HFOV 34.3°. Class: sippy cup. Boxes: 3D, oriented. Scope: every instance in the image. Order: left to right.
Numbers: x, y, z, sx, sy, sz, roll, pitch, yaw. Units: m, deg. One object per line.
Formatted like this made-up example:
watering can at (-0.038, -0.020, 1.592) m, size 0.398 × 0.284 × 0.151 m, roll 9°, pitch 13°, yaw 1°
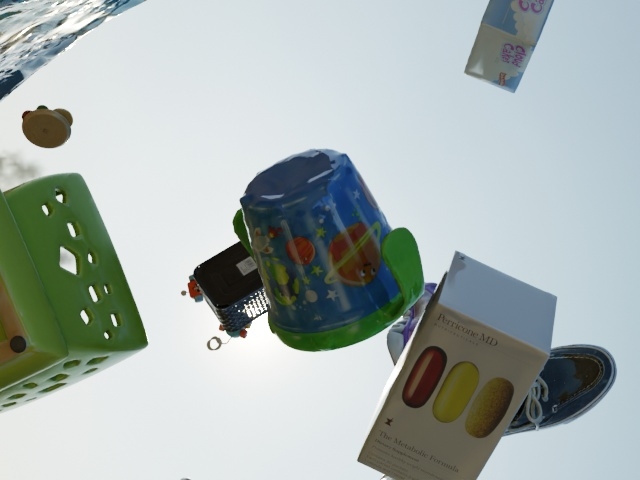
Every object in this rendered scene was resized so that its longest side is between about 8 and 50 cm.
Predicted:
sippy cup at (0.000, 0.000, 1.467) m, size 0.240 × 0.305 × 0.224 m, roll -72°, pitch 143°, yaw -57°

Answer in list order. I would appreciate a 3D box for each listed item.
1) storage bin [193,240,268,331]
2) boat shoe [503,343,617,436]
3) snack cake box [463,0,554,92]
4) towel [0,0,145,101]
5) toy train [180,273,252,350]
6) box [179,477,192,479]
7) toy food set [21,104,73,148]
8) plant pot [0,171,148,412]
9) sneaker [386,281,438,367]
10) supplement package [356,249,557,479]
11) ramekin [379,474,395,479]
storage bin at (-0.134, 0.072, 1.960) m, size 0.122 × 0.180 × 0.084 m, roll 51°, pitch -14°, yaw 36°
boat shoe at (0.280, 0.216, 1.467) m, size 0.105 × 0.306 × 0.113 m, roll 82°, pitch -6°, yaw -72°
snack cake box at (0.307, -0.375, 1.546) m, size 0.152 × 0.089 × 0.264 m, roll 101°, pitch 12°, yaw -72°
towel at (-0.267, -0.142, 0.809) m, size 0.040 × 0.271 × 0.370 m, roll 58°, pitch 15°, yaw -10°
toy train at (-0.200, 0.136, 2.067) m, size 0.046 × 0.125 × 0.166 m, roll 61°, pitch 7°, yaw -70°
box at (-0.067, 0.319, 0.682) m, size 0.270 × 0.165 × 0.143 m, roll 44°, pitch 6°, yaw 5°
toy food set at (-0.452, -0.187, 1.709) m, size 0.020 × 0.082 × 0.083 m, roll -95°, pitch -160°, yaw -47°
plant pot at (-0.355, 0.066, 1.120) m, size 0.228 × 0.227 × 0.207 m, roll 66°, pitch 13°, yaw 4°
sneaker at (0.186, 0.138, 1.701) m, size 0.095 × 0.104 × 0.236 m, roll 68°, pitch 23°, yaw -18°
supplement package at (0.158, 0.160, 1.200) m, size 0.134 × 0.139 × 0.244 m, roll -59°, pitch 172°, yaw -60°
ramekin at (0.122, 0.467, 1.468) m, size 0.273 × 0.127 × 0.273 m, roll 40°, pitch -40°, yaw 44°
